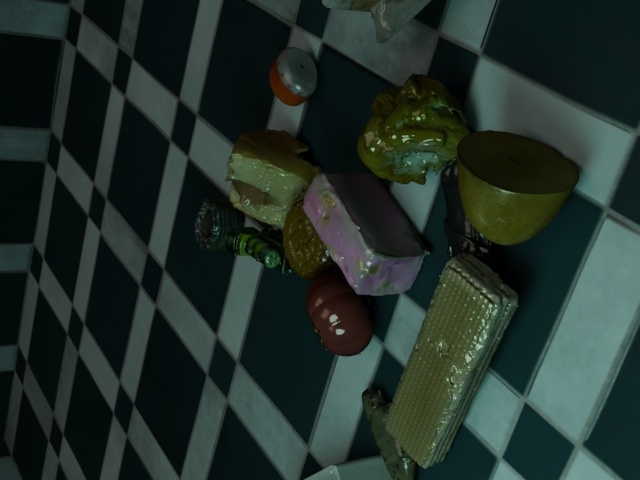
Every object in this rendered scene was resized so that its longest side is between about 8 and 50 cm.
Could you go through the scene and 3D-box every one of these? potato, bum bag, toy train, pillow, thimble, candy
[{"bbox_3d":[0.310,-0.072,1.527,0.203,0.178,0.158,20,129,14],"label":"potato"},{"bbox_3d":[0.274,-0.023,1.655,0.123,0.060,0.248,7,98,54],"label":"bum bag"},{"bbox_3d":[-0.127,0.024,2.164,0.200,0.132,0.083,25,112,54],"label":"toy train"},{"bbox_3d":[0.147,0.398,1.850,0.093,0.051,0.241,-54,48,47],"label":"pillow"},{"bbox_3d":[-0.266,-0.038,2.397,0.118,0.090,0.135,32,114,47],"label":"thimble"},{"bbox_3d":[0.088,-0.022,1.837,0.265,0.155,0.116,59,138,36],"label":"candy"}]

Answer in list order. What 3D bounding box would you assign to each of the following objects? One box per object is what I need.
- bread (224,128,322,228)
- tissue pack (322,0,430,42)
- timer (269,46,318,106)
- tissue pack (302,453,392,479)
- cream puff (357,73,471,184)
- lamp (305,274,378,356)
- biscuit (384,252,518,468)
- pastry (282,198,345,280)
[{"bbox_3d":[-0.106,-0.164,2.161,0.211,0.224,0.184,-79,7,-53],"label":"bread"},{"bbox_3d":[0.155,-0.531,1.682,0.305,0.238,0.239,-37,61,48],"label":"tissue pack"},{"bbox_3d":[-0.067,-0.368,2.106,0.136,0.099,0.136,-176,90,-68],"label":"timer"},{"bbox_3d":[0.040,0.567,1.934,0.246,0.136,0.159,-41,58,48],"label":"tissue pack"},{"bbox_3d":[0.164,-0.216,1.717,0.221,0.194,0.195,-33,64,45],"label":"cream puff"},{"bbox_3d":[0.047,0.153,1.908,0.182,0.140,0.182,62,-179,-1],"label":"lamp"},{"bbox_3d":[0.232,0.227,1.662,0.144,0.078,0.426,44,133,36],"label":"biscuit"},{"bbox_3d":[0.000,0.000,2.007,0.188,0.103,0.189,4,95,55],"label":"pastry"}]
